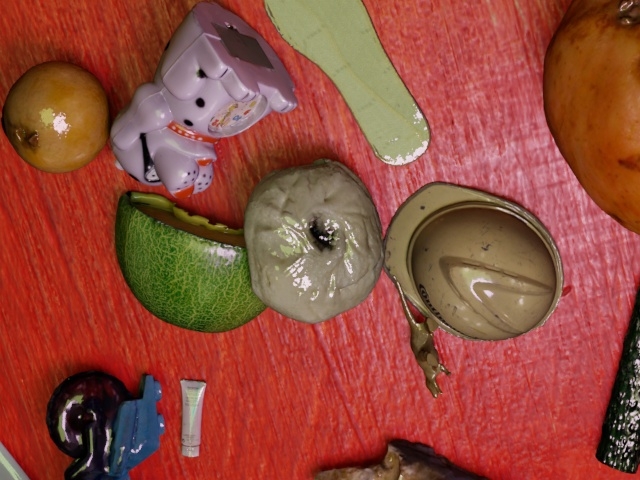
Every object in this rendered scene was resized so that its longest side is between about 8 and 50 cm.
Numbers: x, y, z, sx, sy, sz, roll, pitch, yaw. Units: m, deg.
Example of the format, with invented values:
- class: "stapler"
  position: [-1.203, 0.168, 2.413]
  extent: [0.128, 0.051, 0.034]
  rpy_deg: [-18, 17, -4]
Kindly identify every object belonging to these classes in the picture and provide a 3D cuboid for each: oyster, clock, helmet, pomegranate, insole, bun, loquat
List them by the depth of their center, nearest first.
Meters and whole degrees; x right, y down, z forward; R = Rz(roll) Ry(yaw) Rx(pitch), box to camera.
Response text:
- class: "pomegranate"
  position: [0.471, -0.179, 1.564]
  extent: [0.410, 0.410, 0.410]
  rpy_deg: [1, 102, 5]
- class: "clock"
  position: [-0.179, -0.167, 1.705]
  extent: [0.189, 0.189, 0.254]
  rpy_deg: [44, 109, -5]
- class: "bun"
  position: [0.001, 0.003, 1.711]
  extent: [0.221, 0.108, 0.221]
  rpy_deg: [0, 91, -39]
- class: "helmet"
  position: [0.206, 0.045, 1.726]
  extent: [0.257, 0.137, 0.204]
  rpy_deg: [26, 103, -1]
- class: "loquat"
  position: [-0.350, -0.164, 1.727]
  extent: [0.137, 0.163, 0.163]
  rpy_deg: [-4, 103, 29]
- class: "insole"
  position: [0.032, -0.251, 1.742]
  extent: [0.119, 0.009, 0.348]
  rpy_deg: [-33, 98, 10]
- class: "oyster"
  position: [0.162, 0.361, 1.807]
  extent: [0.341, 0.166, 0.110]
  rpy_deg: [21, 113, 17]

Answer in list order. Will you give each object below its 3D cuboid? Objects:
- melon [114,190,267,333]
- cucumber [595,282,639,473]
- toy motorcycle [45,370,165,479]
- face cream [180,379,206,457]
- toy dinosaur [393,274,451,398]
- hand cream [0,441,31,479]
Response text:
- class: "melon"
  position: [-0.175, 0.052, 1.770]
  extent: [0.265, 0.129, 0.169]
  rpy_deg: [16, 106, 1]
- class: "cucumber"
  position: [0.438, 0.175, 1.772]
  extent: [0.067, 0.067, 0.294]
  rpy_deg: [11, 101, 2]
- class: "toy motorcycle"
  position: [-0.260, 0.386, 1.836]
  extent: [0.232, 0.172, 0.416]
  rpy_deg: [-6, 86, -17]
- class: "face cream"
  position: [-0.185, 0.256, 1.867]
  extent: [0.038, 0.020, 0.115]
  rpy_deg: [4, 102, 5]
- class: "toy dinosaur"
  position: [0.135, 0.137, 1.794]
  extent: [0.039, 0.126, 0.162]
  rpy_deg: [-24, 72, -12]
- class: "hand cream"
  position: [-0.461, 0.385, 1.907]
  extent: [0.109, 0.067, 0.321]
  rpy_deg: [-40, 92, 13]
